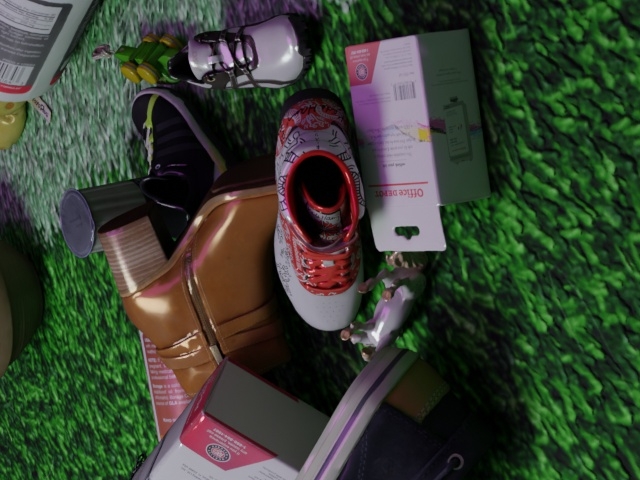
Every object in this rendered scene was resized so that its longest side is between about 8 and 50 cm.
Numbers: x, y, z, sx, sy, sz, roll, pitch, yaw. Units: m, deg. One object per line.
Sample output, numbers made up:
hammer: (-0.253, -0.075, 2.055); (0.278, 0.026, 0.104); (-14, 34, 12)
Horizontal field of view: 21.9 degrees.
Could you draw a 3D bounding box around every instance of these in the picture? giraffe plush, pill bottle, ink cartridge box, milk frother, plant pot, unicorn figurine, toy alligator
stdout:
giraffe plush: (-0.491, -0.199, 2.252); (0.210, 0.170, 0.181); (29, 123, 48)
pill bottle: (-0.143, 0.130, 1.905); (0.121, 0.121, 0.216); (-3, 98, 55)
pill bottle: (-0.348, -0.325, 2.005); (0.318, 0.176, 0.176); (-50, 60, 49)
ink cartridge box: (0.093, -0.092, 1.546); (0.115, 0.067, 0.198); (0, 99, 56)
ink cartridge box: (-0.097, 0.264, 1.798); (0.172, 0.100, 0.237); (32, 128, -8)
milk frother: (-0.236, 0.001, 1.984); (0.129, 0.134, 0.143); (-21, 83, 56)
plant pot: (-0.471, 0.084, 2.368); (0.237, 0.109, 0.237); (22, 118, 51)
unicorn figurine: (0.062, 0.073, 1.629); (0.060, 0.111, 0.162); (48, 117, 14)
toy alligator: (-0.205, -0.208, 1.954); (0.051, 0.056, 0.189); (47, 159, -31)

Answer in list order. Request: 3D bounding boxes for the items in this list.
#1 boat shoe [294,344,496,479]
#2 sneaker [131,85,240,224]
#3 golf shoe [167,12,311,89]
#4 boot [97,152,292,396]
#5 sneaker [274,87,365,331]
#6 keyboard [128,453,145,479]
boat shoe: (0.013, 0.339, 1.633); (0.156, 0.187, 0.500); (31, 110, 9)
sneaker: (-0.170, -0.095, 1.879); (0.234, 0.097, 0.084); (43, 148, 39)
golf shoe: (-0.087, -0.191, 1.749); (0.198, 0.094, 0.077); (-11, 90, 54)
boot: (-0.077, 0.040, 1.764); (0.109, 0.283, 0.220); (-82, -32, -70)
sneaker: (-0.001, -0.001, 1.618); (0.145, 0.090, 0.270); (-95, 2, -62)
keyboard: (-0.240, 0.359, 2.190); (0.100, 0.038, 0.192); (57, 140, 28)
